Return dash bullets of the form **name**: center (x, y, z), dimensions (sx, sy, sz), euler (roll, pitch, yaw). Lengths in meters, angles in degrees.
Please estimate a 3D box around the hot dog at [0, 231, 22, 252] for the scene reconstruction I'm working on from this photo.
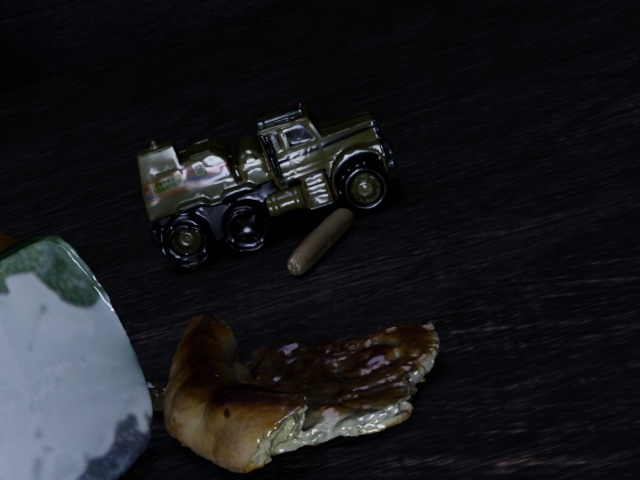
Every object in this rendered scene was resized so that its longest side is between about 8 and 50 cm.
- **hot dog**: center (-0.287, 0.050, 1.731), dimensions (0.076, 0.104, 0.250), euler (-16, 11, -14)

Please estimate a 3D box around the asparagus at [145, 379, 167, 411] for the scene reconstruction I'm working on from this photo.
- **asparagus**: center (-0.194, 0.127, 1.508), dimensions (0.236, 0.027, 0.034), euler (-3, 27, 42)

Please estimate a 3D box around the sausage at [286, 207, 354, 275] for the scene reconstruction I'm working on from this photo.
- **sausage**: center (0.000, 0.000, 1.715), dimensions (0.024, 0.024, 0.132), euler (-10, 17, 27)

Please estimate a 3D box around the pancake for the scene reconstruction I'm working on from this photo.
- **pancake**: center (-0.039, 0.109, 1.348), dimensions (0.257, 0.056, 0.212), euler (-8, 20, 33)

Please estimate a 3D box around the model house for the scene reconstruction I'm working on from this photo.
- **model house**: center (-0.318, 0.143, 1.363), dimensions (0.300, 0.190, 0.271), euler (-15, 15, 44)

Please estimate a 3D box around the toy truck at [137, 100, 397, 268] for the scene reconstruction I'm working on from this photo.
- **toy truck**: center (-0.053, -0.070, 1.829), dimensions (0.257, 0.127, 0.127), euler (-14, 15, 2)
